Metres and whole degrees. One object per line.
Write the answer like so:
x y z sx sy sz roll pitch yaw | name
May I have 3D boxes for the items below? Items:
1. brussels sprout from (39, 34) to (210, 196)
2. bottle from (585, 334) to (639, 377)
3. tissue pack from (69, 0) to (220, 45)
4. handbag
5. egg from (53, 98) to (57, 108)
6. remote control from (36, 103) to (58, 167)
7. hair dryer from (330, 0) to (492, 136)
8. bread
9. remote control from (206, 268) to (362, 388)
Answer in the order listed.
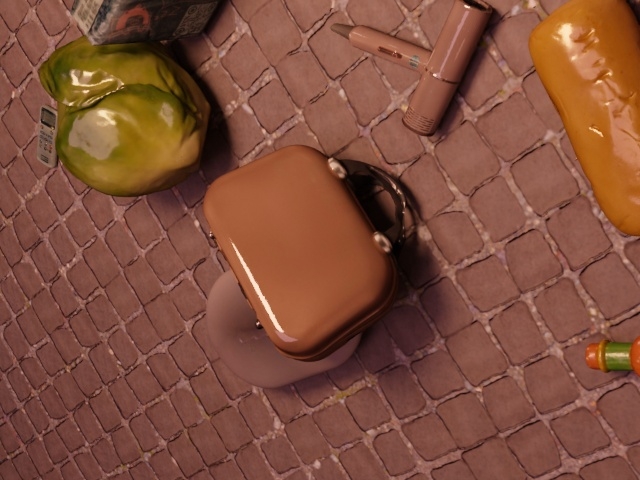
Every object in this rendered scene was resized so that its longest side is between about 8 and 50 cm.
-0.322 -0.206 1.557 0.294 0.227 0.259 20 121 -2 | brussels sprout
0.433 0.150 1.212 0.187 0.069 0.069 -6 103 38 | bottle
-0.209 -0.429 1.384 0.103 0.228 0.316 51 130 16 | tissue pack
0.000 0.000 1.394 0.283 0.149 0.302 -31 69 2 | handbag
-0.423 -0.251 1.700 0.135 0.103 0.103 52 130 13 | egg
-0.535 -0.205 1.861 0.053 0.018 0.124 31 123 24 | remote control
0.114 -0.285 1.316 0.220 0.053 0.195 43 127 26 | hair dryer
0.356 -0.153 1.146 0.142 0.091 0.305 -27 90 35 | bread
-0.066 0.127 1.564 0.332 0.103 0.221 -26 88 38 | remote control
